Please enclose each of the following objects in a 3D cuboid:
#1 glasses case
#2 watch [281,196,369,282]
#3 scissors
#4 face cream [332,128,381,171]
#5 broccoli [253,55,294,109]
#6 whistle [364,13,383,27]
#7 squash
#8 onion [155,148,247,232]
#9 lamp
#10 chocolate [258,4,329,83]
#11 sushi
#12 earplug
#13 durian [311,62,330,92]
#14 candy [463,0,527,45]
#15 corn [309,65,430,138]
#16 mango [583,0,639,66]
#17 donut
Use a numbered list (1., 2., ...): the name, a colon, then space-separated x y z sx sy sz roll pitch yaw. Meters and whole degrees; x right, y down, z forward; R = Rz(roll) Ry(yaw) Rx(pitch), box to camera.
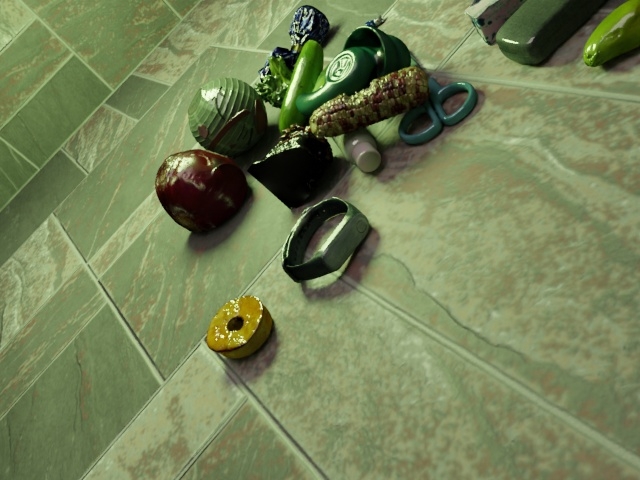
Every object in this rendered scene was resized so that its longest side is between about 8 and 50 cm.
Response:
1. glasses case: 0.521 -0.510 1.446 0.323 0.074 0.131 -44 32 -1
2. watch: 0.000 0.000 1.454 0.193 0.068 0.206 6 54 53
3. scissors: 0.240 -0.382 1.646 0.192 0.029 0.447 -33 35 16
4. face cream: 0.076 -0.242 1.621 0.082 0.082 0.269 -38 34 9
5. broccoli: -0.106 -0.467 1.992 0.167 0.160 0.154 12 38 42
6. whistle: 0.151 -0.645 2.028 0.083 0.029 0.033 -31 67 12
7. squash: -0.050 -0.427 1.903 0.082 0.082 0.293 9 79 51
8. onion: -0.326 -0.150 1.846 0.206 0.207 0.216 -3 57 49
9. lamp: -0.264 -0.356 1.984 0.265 0.233 0.233 -36 27 52
10. chocolate: -0.089 -0.585 2.140 0.126 0.148 0.343 23 61 8
11. sushi: -0.048 -0.204 1.661 0.172 0.153 0.150 -43 7 43
12. earplug: 0.092 -0.395 1.651 0.280 0.257 0.164 -15 55 -28
13. durian: 0.033 -0.419 1.840 0.139 0.101 0.250 -15 39 38
14. candy: 0.423 -0.542 1.572 0.160 0.092 0.073 -39 35 11
15. corn: 0.109 -0.309 1.538 0.289 0.098 0.098 -19 38 6
16. mango: 0.562 -0.390 1.271 0.165 0.074 0.091 -38 36 9
17. donut: -0.167 0.186 1.433 0.151 0.058 0.152 -27 38 23
